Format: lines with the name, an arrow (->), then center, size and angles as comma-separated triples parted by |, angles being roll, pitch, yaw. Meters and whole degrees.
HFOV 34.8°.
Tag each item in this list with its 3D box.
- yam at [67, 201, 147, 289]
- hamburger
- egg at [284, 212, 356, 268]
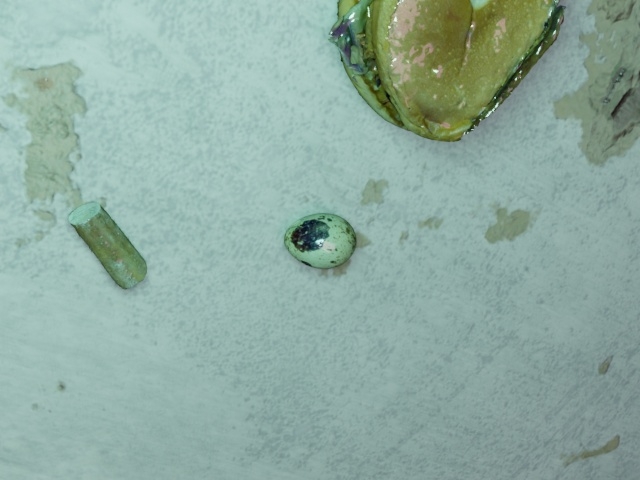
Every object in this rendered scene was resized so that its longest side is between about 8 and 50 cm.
yam -> -0.297, 0.006, 1.433 | 0.054, 0.054, 0.132 | -34, 122, -3
hamburger -> 0.170, -0.312, 1.382 | 0.318, 0.195, 0.277 | -46, 120, 1
egg -> 0.000, 0.000, 1.534 | 0.110, 0.085, 0.085 | 9, 112, -16
